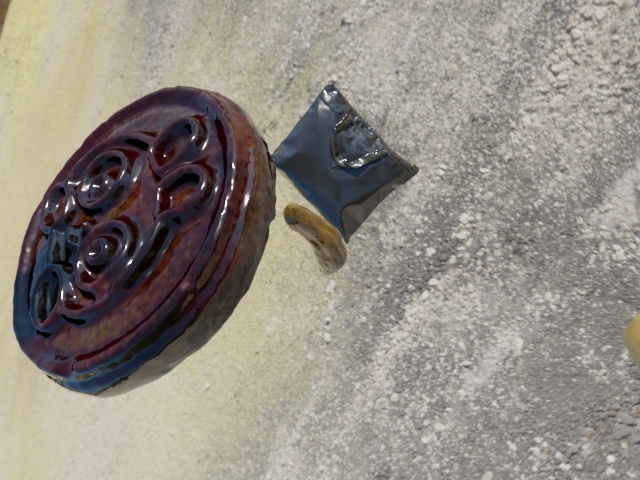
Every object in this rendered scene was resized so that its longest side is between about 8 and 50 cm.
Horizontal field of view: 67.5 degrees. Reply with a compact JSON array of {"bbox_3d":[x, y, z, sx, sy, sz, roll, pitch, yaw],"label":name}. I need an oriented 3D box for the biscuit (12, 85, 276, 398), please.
[{"bbox_3d":[-0.237,-0.021,0.593,0.407,0.091,0.407,-16,56,26],"label":"biscuit"}]

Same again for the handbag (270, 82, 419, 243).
[{"bbox_3d":[0.039,-0.153,0.956,0.211,0.089,0.254,-44,94,10],"label":"handbag"}]

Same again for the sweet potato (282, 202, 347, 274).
[{"bbox_3d":[0.001,-0.002,0.674,0.053,0.182,0.054,-42,52,-6],"label":"sweet potato"}]

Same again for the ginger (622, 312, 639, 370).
[{"bbox_3d":[0.353,0.151,0.331,0.299,0.118,0.065,35,119,13],"label":"ginger"}]
